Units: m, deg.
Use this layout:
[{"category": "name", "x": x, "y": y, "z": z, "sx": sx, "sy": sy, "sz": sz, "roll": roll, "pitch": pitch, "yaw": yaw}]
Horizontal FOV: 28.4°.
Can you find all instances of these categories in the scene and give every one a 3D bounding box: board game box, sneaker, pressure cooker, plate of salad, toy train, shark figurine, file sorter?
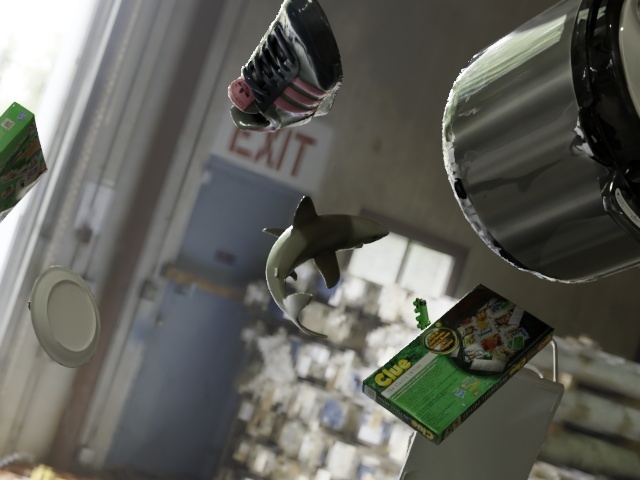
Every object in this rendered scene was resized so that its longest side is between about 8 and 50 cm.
[{"category": "board game box", "x": -0.564, "y": -0.054, "z": 2.027, "sx": 0.046, "sy": 0.317, "sz": 0.213, "roll": 34, "pitch": -22, "yaw": 8}, {"category": "sneaker", "x": -0.051, "y": -0.211, "z": 1.618, "sx": 0.131, "sy": 0.112, "sz": 0.319, "roll": -23, "pitch": -14, "yaw": -10}, {"category": "board game box", "x": 0.192, "y": 0.166, "z": 1.747, "sx": 0.136, "sy": 0.260, "sz": 0.030, "roll": 35, "pitch": -37, "yaw": 28}, {"category": "pressure cooker", "x": 0.403, "y": -0.154, "z": 1.598, "sx": 0.375, "sy": 0.370, "sz": 0.420, "roll": -4, "pitch": -14, "yaw": -33}, {"category": "plate of salad", "x": -0.492, "y": 0.147, "z": 2.416, "sx": 0.048, "sy": 0.200, "sz": 0.200, "roll": -14, "pitch": -18, "yaw": 28}, {"category": "toy train", "x": 0.166, "y": 0.132, "z": 2.031, "sx": 0.024, "sy": 0.083, "sz": 0.017, "roll": -5, "pitch": 7, "yaw": 40}, {"category": "shark figurine", "x": -0.024, "y": 0.006, "z": 1.680, "sx": 0.166, "sy": 0.116, "sz": 0.278, "roll": 18, "pitch": 34, "yaw": 14}, {"category": "file sorter", "x": 0.259, "y": 0.282, "z": 2.061, "sx": 0.193, "sy": 0.277, "sz": 0.173, "roll": 17, "pitch": 28, "yaw": 1}]
